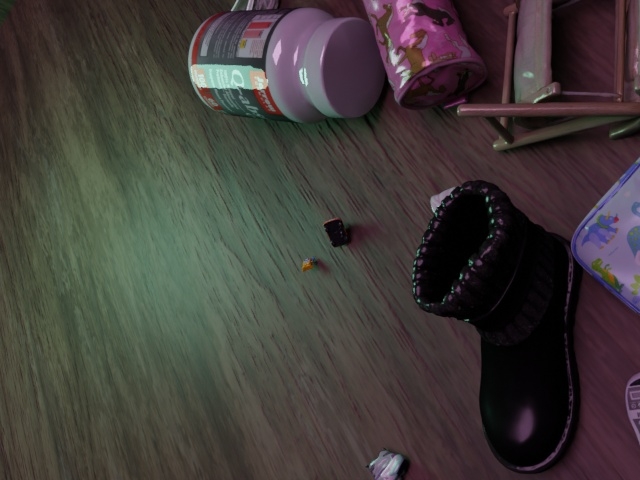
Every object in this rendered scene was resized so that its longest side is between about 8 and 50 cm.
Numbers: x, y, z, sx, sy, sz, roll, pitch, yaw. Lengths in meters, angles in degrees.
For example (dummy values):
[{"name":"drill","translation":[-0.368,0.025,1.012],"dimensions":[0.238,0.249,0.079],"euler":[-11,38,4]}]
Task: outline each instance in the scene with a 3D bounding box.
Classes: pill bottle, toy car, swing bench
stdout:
[{"name":"pill bottle","translation":[-0.069,-0.333,1.258],"dimensions":[0.363,0.210,0.210],"euler":[15,88,42]},{"name":"toy car","translation":[0.000,0.000,1.209],"dimensions":[0.122,0.060,0.040],"euler":[-34,26,21]},{"name":"swing bench","translation":[0.346,-0.279,0.923],"dimensions":[0.254,0.165,0.253],"euler":[-1,76,36]}]

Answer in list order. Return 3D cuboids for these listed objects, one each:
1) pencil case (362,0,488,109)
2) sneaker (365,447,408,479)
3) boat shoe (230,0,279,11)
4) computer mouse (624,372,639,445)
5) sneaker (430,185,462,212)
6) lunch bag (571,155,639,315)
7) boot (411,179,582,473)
[{"name":"pencil case","translation":[0.141,-0.403,1.089],"dimensions":[0.160,0.167,0.386],"euler":[-45,59,59]},{"name":"sneaker","translation":[0.093,0.374,1.031],"dimensions":[0.069,0.038,0.098],"euler":[15,78,44]},{"name":"boat shoe","translation":[-0.199,-0.454,1.481],"dimensions":[0.098,0.096,0.277],"euler":[33,100,41]},{"name":"computer mouse","translation":[0.420,0.251,0.784],"dimensions":[0.106,0.042,0.193],"euler":[-20,71,40]},{"name":"sneaker","translation":[0.220,-0.020,1.025],"dimensions":[0.061,0.053,0.152],"euler":[-31,59,27]},{"name":"lunch bag","translation":[0.436,-0.018,0.814],"dimensions":[0.219,0.090,0.176],"euler":[-53,51,16]},{"name":"boot","translation":[0.224,0.119,0.840],"dimensions":[0.131,0.260,0.348],"euler":[-4,75,40]}]
